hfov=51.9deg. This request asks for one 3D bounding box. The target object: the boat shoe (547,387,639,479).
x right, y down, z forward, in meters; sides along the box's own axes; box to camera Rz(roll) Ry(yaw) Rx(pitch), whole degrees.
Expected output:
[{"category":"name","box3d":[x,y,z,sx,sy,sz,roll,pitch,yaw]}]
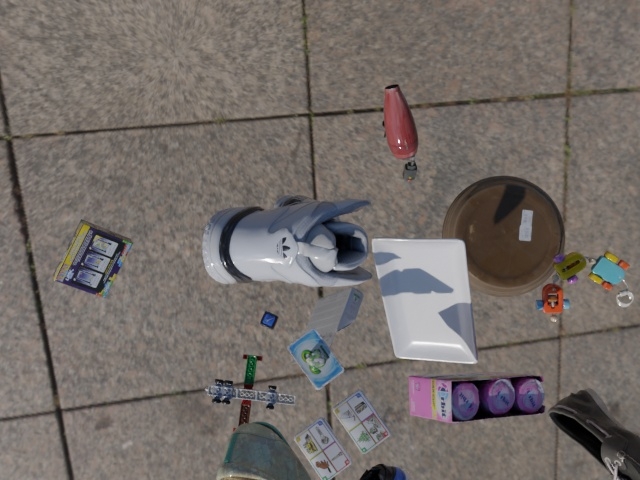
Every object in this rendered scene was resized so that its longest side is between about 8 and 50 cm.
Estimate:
[{"category":"boat shoe","box3d":[0.511,0.374,1.170,0.096,0.335,0.112,-22,102,2]}]

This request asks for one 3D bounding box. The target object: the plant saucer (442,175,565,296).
[{"category":"plant saucer","box3d":[0.415,-0.010,1.481,0.278,0.041,0.277,0,88,2]}]

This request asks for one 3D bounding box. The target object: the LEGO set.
[{"category":"LEGO set","box3d":[-0.045,0.228,0.942,0.182,0.060,0.244,-35,82,-7]}]

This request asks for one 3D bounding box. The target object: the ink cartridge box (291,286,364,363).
[{"category":"ink cartridge box","box3d":[0.021,0.251,1.858,0.056,0.181,0.224,34,57,-22]}]

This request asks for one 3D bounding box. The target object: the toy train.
[{"category":"toy train","box3d":[0.469,0.077,1.184,0.166,0.046,0.125,-6,102,8]}]

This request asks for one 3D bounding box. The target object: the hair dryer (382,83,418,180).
[{"category":"hair dryer","box3d":[0.187,-0.298,1.719,0.080,0.293,0.223,-21,66,-6]}]

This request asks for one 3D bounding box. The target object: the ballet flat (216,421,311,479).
[{"category":"ballet flat","box3d":[-0.013,0.194,0.437,0.057,0.052,0.168,-29,107,32]}]

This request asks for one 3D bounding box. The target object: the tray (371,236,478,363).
[{"category":"tray","box3d":[0.175,0.096,1.068,0.145,0.030,0.270,1,129,22]}]

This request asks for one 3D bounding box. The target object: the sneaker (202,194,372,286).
[{"category":"sneaker","box3d":[0.000,0.000,1.025,0.210,0.366,0.137,2,97,27]}]

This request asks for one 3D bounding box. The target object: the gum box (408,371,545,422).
[{"category":"gum box","box3d":[0.245,0.239,1.016,0.189,0.107,0.062,3,81,-27]}]

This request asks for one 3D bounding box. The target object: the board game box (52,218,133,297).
[{"category":"board game box","box3d":[-0.595,0.049,1.720,0.141,0.048,0.170,27,94,-29]}]

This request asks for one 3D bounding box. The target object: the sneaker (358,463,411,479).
[{"category":"sneaker","box3d":[0.080,0.434,1.074,0.085,0.058,0.152,32,91,-33]}]
